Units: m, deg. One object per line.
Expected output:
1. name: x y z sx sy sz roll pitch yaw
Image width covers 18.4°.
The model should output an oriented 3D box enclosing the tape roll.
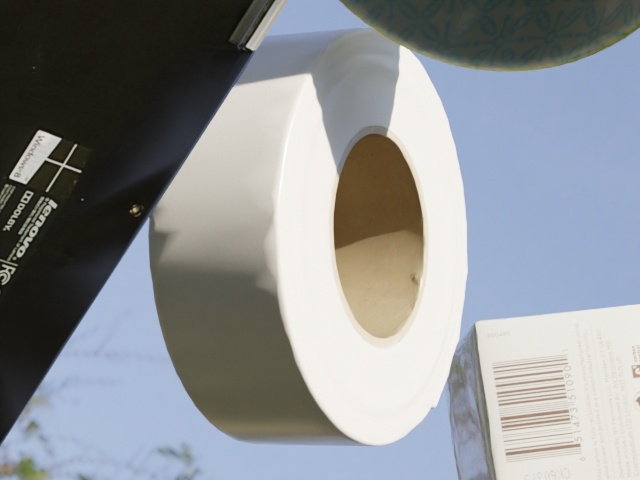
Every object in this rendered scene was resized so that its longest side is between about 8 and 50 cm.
1. tape roll: 0.000 0.000 1.348 0.100 0.286 0.286 -3 -52 28

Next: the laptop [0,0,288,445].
1. laptop: -0.194 -0.034 0.798 0.408 0.382 0.236 21 16 -47

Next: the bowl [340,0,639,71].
1. bowl: 0.124 -0.264 1.226 0.289 0.156 0.290 12 -59 20

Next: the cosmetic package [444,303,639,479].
1. cosmetic package: 0.194 0.148 1.625 0.151 0.151 0.184 -6 -12 -6
